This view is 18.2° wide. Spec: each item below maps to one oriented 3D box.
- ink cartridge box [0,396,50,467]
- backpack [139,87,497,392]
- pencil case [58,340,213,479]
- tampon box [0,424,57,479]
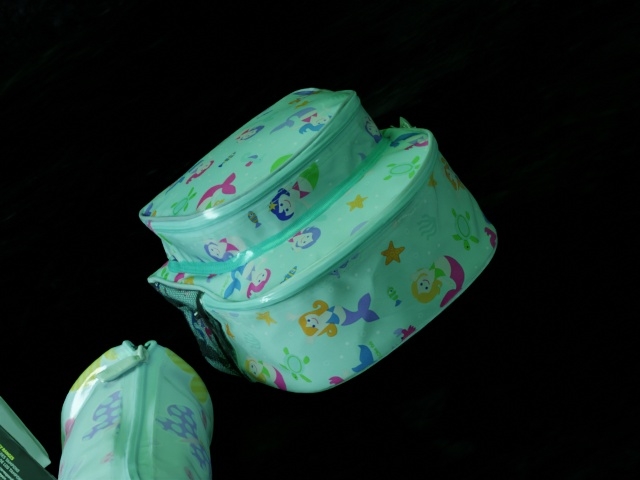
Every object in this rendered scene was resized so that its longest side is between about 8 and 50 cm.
[{"bbox_3d":[-0.413,0.233,1.695,0.307,0.129,0.223,-43,20,-22],"label":"ink cartridge box"},{"bbox_3d":[0.000,0.000,1.498,0.225,0.191,0.253,-39,24,-15],"label":"backpack"},{"bbox_3d":[-0.126,0.171,1.375,0.273,0.113,0.124,-101,28,-69],"label":"pencil case"},{"bbox_3d":[-0.281,0.218,1.479,0.161,0.101,0.120,-42,-17,-20],"label":"tampon box"}]
